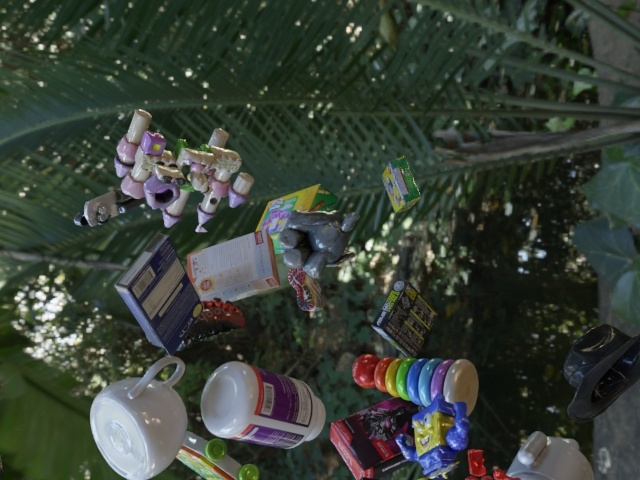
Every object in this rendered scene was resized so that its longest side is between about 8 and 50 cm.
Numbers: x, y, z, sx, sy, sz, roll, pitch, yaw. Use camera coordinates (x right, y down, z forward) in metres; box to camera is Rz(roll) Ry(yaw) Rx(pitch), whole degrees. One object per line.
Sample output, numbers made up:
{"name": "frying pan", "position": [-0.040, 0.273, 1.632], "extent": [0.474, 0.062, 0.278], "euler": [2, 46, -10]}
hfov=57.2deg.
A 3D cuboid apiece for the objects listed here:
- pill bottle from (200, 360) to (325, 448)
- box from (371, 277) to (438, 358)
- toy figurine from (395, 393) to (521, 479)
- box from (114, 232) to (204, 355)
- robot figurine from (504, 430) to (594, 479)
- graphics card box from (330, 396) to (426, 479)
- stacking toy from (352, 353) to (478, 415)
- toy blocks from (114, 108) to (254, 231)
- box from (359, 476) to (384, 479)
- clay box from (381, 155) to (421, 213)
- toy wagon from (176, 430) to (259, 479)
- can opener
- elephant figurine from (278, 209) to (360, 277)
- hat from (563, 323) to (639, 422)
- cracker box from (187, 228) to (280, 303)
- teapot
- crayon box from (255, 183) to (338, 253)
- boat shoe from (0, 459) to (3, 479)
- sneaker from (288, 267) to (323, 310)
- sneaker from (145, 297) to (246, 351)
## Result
{"name": "pill bottle", "position": [-0.135, 0.429, 1.504], "extent": [0.323, 0.182, 0.181], "euler": [31, -129, -44]}
{"name": "box", "position": [0.330, 0.305, 2.267], "extent": [0.270, 0.060, 0.216], "euler": [44, -111, -40]}
{"name": "toy figurine", "position": [0.254, 0.436, 1.222], "extent": [0.362, 0.191, 0.217], "euler": [123, 159, -47]}
{"name": "box", "position": [-0.306, 0.112, 1.146], "extent": [0.136, 0.037, 0.225], "euler": [-60, -30, -36]}
{"name": "robot figurine", "position": [0.582, 0.651, 1.526], "extent": [0.353, 0.200, 0.299], "euler": [-29, -81, -50]}
{"name": "graphics card box", "position": [0.248, 0.688, 2.081], "extent": [0.233, 0.371, 0.094], "euler": [46, 143, 51]}
{"name": "stacking toy", "position": [0.218, 0.351, 1.479], "extent": [0.141, 0.330, 0.141], "euler": [0, -90, -51]}
{"name": "toy blocks", "position": [-0.357, -0.124, 1.478], "extent": [0.260, 0.289, 0.309], "euler": [-58, 44, 26]}
{"name": "box", "position": [0.202, 0.783, 1.718], "extent": [0.077, 0.180, 0.147], "euler": [-63, 28, 11]}
{"name": "clay box", "position": [0.231, -0.156, 1.728], "extent": [0.222, 0.053, 0.127], "euler": [105, 145, -83]}
{"name": "toy wagon", "position": [-0.269, 0.657, 1.670], "extent": [0.267, 0.344, 0.068], "euler": [-30, 21, 55]}
{"name": "can opener", "position": [-0.585, -0.120, 1.698], "extent": [0.280, 0.093, 0.074], "euler": [-38, -48, -52]}
{"name": "elephant figurine", "position": [0.000, 0.000, 1.401], "extent": [0.239, 0.186, 0.169], "euler": [12, -84, -77]}
{"name": "hat", "position": [0.728, 0.308, 1.515], "extent": [0.134, 0.332, 0.331], "euler": [50, 146, 45]}
{"name": "cracker box", "position": [-0.232, 0.079, 1.557], "extent": [0.067, 0.232, 0.155], "euler": [62, -168, -51]}
{"name": "teapot", "position": [-0.407, 0.424, 1.403], "extent": [0.187, 0.256, 0.252], "euler": [-24, -88, -51]}
{"name": "crayon box", "position": [-0.085, -0.058, 1.794], "extent": [0.278, 0.081, 0.165], "euler": [-13, 48, 50]}
{"name": "boat shoe", "position": [-0.551, 0.454, 0.935], "extent": [0.091, 0.114, 0.302], "euler": [141, 127, -62]}
{"name": "sneaker", "position": [-0.052, 0.164, 2.149], "extent": [0.093, 0.088, 0.225], "euler": [22, -138, -46]}
{"name": "sneaker", "position": [-0.297, 0.202, 1.389], "extent": [0.097, 0.276, 0.135], "euler": [-48, 44, 35]}
